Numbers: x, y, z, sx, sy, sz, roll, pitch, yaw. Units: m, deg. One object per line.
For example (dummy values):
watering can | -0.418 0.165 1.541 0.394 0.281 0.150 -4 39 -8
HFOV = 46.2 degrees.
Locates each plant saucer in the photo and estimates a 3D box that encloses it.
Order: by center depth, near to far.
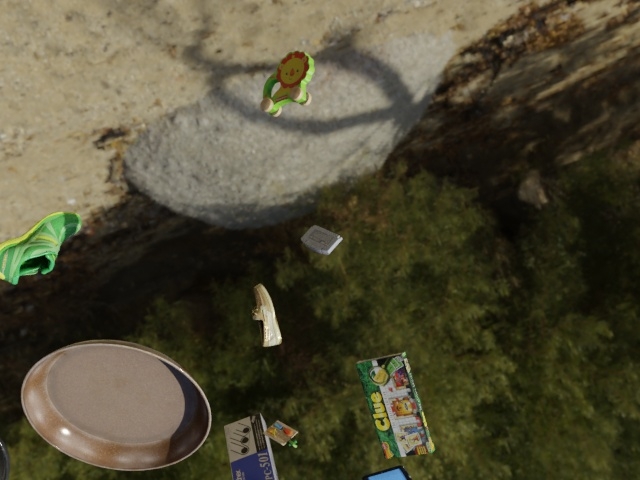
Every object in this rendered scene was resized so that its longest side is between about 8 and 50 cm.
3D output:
plant saucer | -0.335 0.270 1.252 0.311 0.310 0.050 -21 -146 17

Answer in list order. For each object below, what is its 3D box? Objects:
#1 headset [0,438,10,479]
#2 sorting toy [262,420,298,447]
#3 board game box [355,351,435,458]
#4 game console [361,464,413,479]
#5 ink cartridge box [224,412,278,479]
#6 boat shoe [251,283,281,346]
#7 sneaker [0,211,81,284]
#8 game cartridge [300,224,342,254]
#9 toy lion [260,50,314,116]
headset | -0.586 0.399 1.230 0.243 0.394 0.185 -45 168 29
sorting toy | -0.077 0.426 1.646 0.083 0.012 0.062 23 -153 26
board game box | 0.187 0.418 1.890 0.136 0.259 0.030 -17 -178 29
game console | 0.184 0.660 1.963 0.122 0.107 0.071 -22 150 18
ink cartridge box | -0.164 0.512 1.774 0.097 0.046 0.207 -20 -142 -1
boat shoe | -0.122 0.160 1.591 0.045 0.135 0.050 -15 172 -20
sneaker | -0.724 0.027 1.943 0.295 0.123 0.109 -46 169 -48
game cartridge | 0.000 0.000 1.624 0.083 0.017 0.056 25 -121 38
toy lion | -0.054 -0.264 1.243 0.100 0.096 0.034 -14 160 33
